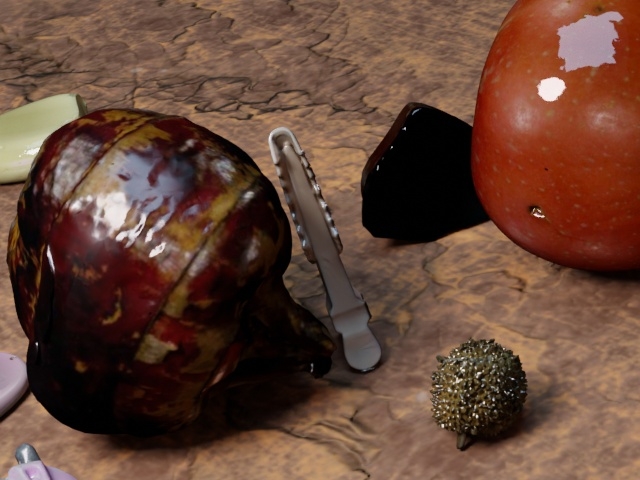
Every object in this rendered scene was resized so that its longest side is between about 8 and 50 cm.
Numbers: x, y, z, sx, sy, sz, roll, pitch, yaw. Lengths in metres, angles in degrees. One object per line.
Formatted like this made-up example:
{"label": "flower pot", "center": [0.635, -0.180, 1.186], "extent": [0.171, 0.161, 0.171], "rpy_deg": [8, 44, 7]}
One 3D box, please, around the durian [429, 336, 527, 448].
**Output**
{"label": "durian", "center": [0.123, 0.120, 1.343], "extent": [0.080, 0.091, 0.080], "rpy_deg": [15, 2, 0]}

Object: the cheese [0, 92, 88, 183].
{"label": "cheese", "center": [-0.376, -0.092, 1.887], "extent": [0.255, 0.050, 0.127], "rpy_deg": [-17, 33, -3]}

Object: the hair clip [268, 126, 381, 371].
{"label": "hair clip", "center": [0.000, 0.000, 1.441], "extent": [0.034, 0.226, 0.072], "rpy_deg": [-22, 22, 0]}

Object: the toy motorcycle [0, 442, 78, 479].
{"label": "toy motorcycle", "center": [-0.288, 0.224, 1.278], "extent": [0.188, 0.143, 0.327], "rpy_deg": [-25, 17, -34]}

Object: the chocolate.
{"label": "chocolate", "center": [0.092, -0.070, 1.625], "extent": [0.148, 0.125, 0.080], "rpy_deg": [-22, 16, -7]}

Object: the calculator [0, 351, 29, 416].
{"label": "calculator", "center": [-0.331, 0.147, 1.510], "extent": [0.166, 0.024, 0.103], "rpy_deg": [-33, 37, -30]}

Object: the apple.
{"label": "apple", "center": [0.249, -0.100, 1.472], "extent": [0.216, 0.260, 0.260], "rpy_deg": [17, 42, 25]}

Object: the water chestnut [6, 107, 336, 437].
{"label": "water chestnut", "center": [-0.129, 0.024, 1.414], "extent": [0.244, 0.289, 0.289], "rpy_deg": [-5, 26, -25]}
